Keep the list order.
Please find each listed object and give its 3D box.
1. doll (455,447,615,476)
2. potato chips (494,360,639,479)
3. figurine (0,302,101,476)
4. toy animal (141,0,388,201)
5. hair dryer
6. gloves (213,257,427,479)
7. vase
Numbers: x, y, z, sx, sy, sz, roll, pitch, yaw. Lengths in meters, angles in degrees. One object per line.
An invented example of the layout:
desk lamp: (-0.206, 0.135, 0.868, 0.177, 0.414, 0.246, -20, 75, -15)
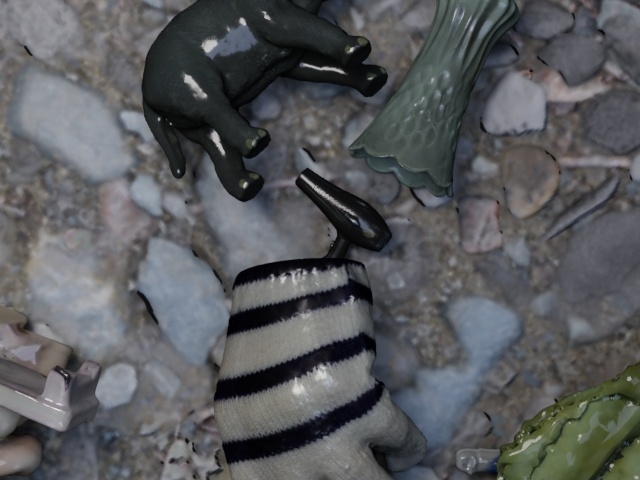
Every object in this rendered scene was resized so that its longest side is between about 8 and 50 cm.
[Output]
doll: (0.149, 0.194, 1.167, 0.227, 0.057, 0.114, -16, 89, -3)
potato chips: (0.241, 0.264, 1.145, 0.358, 0.070, 0.429, 29, 102, -18)
figurine: (-0.250, 0.174, 1.087, 0.182, 0.144, 0.256, 22, 93, -10)
toy animal: (-0.016, -0.149, 1.114, 0.137, 0.082, 0.269, 40, 88, 22)
hair dryer: (0.000, 0.000, 1.164, 0.079, 0.031, 0.083, 37, 96, 5)
gloves: (-0.007, 0.130, 1.104, 0.140, 0.131, 0.218, -6, 76, 14)
vase: (0.085, -0.112, 1.145, 0.081, 0.081, 0.148, 25, 85, -6)
